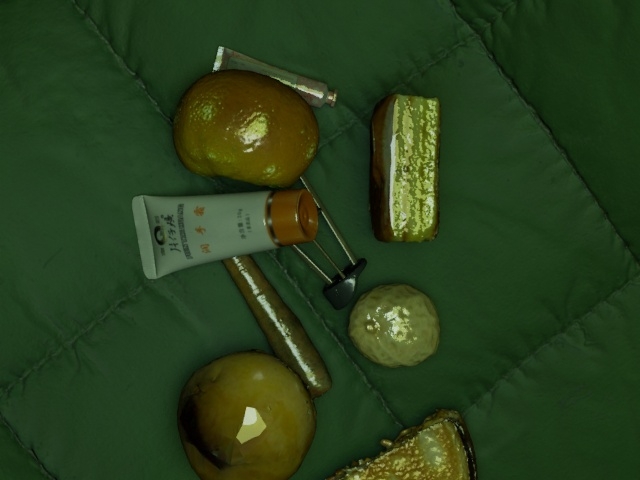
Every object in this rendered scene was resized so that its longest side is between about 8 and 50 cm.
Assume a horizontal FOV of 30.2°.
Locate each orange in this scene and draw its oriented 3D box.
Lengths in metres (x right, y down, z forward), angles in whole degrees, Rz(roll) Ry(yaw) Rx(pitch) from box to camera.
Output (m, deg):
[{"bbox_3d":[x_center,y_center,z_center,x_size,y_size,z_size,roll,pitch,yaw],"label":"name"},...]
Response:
[{"bbox_3d":[-0.121,-0.179,1.876,0.237,0.158,0.179,18,72,5],"label":"orange"}]

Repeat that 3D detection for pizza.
[{"bbox_3d":[0.151,0.447,2.012,0.288,0.074,0.251,-25,96,-6],"label":"pizza"}]

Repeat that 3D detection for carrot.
[{"bbox_3d":[-0.086,0.112,1.965,0.070,0.070,0.342,-32,92,-6],"label":"carrot"}]

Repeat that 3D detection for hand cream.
[{"bbox_3d":[-0.160,-0.028,1.893,0.314,0.089,0.139,-10,93,25],"label":"hand cream"},{"bbox_3d":[-0.075,-0.263,1.959,0.210,0.043,0.067,14,97,-4],"label":"hand cream"}]

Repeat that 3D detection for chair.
[{"bbox_3d":[-0.001,0.001,1.959,0.095,0.104,0.221,-37,96,-23],"label":"chair"}]

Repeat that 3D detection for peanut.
[{"bbox_3d":[0.122,0.142,1.973,0.159,0.109,0.140,-6,80,-13],"label":"peanut"}]

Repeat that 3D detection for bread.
[{"bbox_3d":[0.131,-0.114,1.925,0.111,0.184,0.234,-1,91,-5],"label":"bread"}]

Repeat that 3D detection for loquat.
[{"bbox_3d":[-0.118,0.287,1.884,0.235,0.235,0.235,0,93,-9],"label":"loquat"}]
